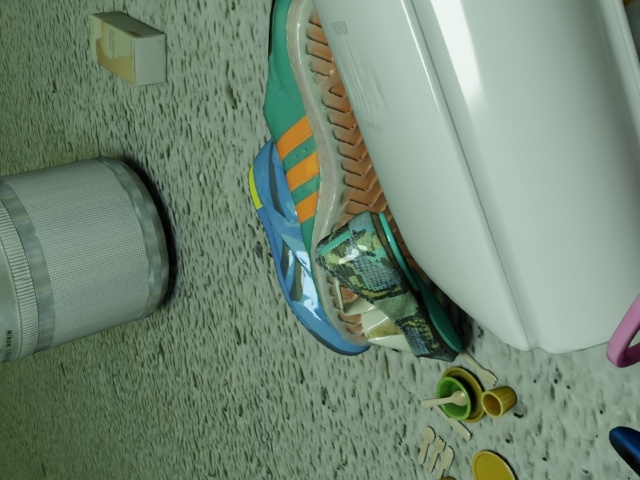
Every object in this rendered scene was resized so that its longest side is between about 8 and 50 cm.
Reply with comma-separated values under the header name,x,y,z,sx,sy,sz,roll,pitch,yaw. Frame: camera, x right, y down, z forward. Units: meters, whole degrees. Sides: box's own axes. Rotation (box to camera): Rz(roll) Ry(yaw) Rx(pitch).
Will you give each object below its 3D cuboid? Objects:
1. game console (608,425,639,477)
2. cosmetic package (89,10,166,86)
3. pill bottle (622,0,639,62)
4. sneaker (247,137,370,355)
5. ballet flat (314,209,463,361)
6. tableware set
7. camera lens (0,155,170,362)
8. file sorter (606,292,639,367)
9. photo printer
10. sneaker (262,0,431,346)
name,x,y,z,sx,sy,sz,roll,pitch,yaw
game console,0.243,0.252,0.367,0.293,0.174,0.250,-127,39,-54
cosmetic package,-0.224,-0.224,0.981,0.115,0.041,0.060,32,129,43
pill bottle,0.174,-0.157,0.394,0.118,0.118,0.208,-31,78,55
sneaker,0.000,0.000,0.743,0.082,0.069,0.209,-37,74,57
ballet flat,0.049,0.043,0.622,0.070,0.070,0.188,34,167,42
tableware set,0.121,0.171,0.693,0.104,0.024,0.154,43,135,35
camera lens,-0.342,0.022,1.045,0.219,0.274,0.219,26,124,46
file sorter,0.278,0.056,0.272,0.290,0.202,0.182,47,139,32
photo printer,0.064,-0.119,0.453,0.256,0.107,0.307,-121,9,-75
sneaker,0.020,-0.066,0.675,0.121,0.108,0.302,-134,33,-61
